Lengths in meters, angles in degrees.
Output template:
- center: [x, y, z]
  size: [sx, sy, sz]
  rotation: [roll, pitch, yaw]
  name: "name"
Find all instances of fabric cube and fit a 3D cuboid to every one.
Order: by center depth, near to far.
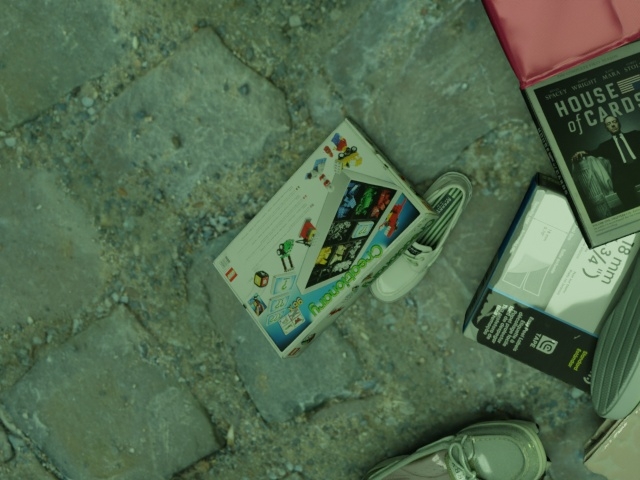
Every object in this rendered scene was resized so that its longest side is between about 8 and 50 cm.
- center: [0.310, -0.358, 1.069]
  size: [0.259, 0.254, 0.258]
  rotation: [-23, 97, 16]
  name: "fabric cube"

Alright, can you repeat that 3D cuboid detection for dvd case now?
- center: [0.388, -0.128, 1.161]
  size: [0.179, 0.029, 0.238]
  rotation: [-20, 80, -3]
  name: "dvd case"

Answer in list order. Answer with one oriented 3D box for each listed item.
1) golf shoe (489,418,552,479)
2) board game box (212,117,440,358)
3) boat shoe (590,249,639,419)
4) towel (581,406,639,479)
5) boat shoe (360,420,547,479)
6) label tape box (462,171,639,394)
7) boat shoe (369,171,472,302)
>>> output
- center: [0.304, 0.363, 1.331]
  size: [0.094, 0.077, 0.198]
  rotation: [-11, 102, 14]
  name: "golf shoe"
- center: [0.000, 0.000, 1.286]
  size: [0.305, 0.053, 0.193]
  rotation: [-46, 66, 18]
  name: "board game box"
- center: [0.434, 0.096, 1.117]
  size: [0.094, 0.109, 0.302]
  rotation: [14, 107, -11]
  name: "boat shoe"
- center: [0.572, 0.253, 1.220]
  size: [0.332, 0.053, 0.317]
  rotation: [30, 108, -15]
  name: "towel"
- center: [0.178, 0.349, 1.297]
  size: [0.321, 0.103, 0.118]
  rotation: [-24, 84, 35]
  name: "boat shoe"
- center: [0.400, 0.085, 1.231]
  size: [0.334, 0.106, 0.240]
  rotation: [24, 107, 6]
  name: "label tape box"
- center: [0.135, -0.002, 1.281]
  size: [0.083, 0.076, 0.226]
  rotation: [31, 107, 4]
  name: "boat shoe"
